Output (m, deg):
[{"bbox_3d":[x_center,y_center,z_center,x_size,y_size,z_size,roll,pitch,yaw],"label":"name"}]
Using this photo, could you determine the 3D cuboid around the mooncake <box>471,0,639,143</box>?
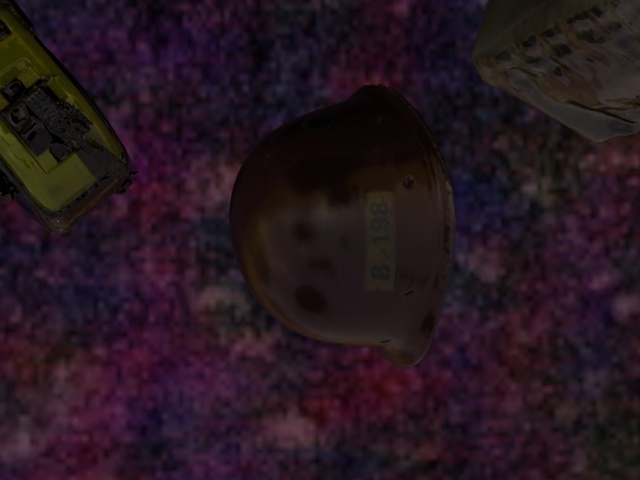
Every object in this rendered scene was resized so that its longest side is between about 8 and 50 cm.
[{"bbox_3d":[0.220,-0.197,1.129,0.136,0.250,0.254,33,157,-13],"label":"mooncake"}]

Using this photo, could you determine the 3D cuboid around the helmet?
[{"bbox_3d":[0.000,0.000,1.118,0.106,0.155,0.175,-12,113,-24],"label":"helmet"}]

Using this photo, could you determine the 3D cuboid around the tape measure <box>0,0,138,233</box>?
[{"bbox_3d":[-0.241,-0.093,1.522,0.112,0.186,0.199,-42,179,-9],"label":"tape measure"}]
